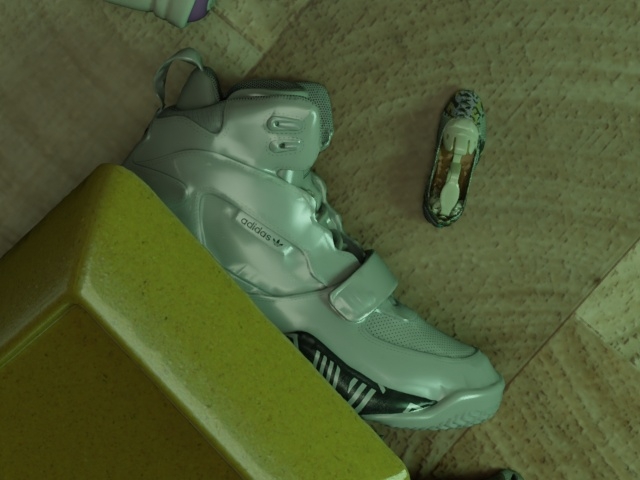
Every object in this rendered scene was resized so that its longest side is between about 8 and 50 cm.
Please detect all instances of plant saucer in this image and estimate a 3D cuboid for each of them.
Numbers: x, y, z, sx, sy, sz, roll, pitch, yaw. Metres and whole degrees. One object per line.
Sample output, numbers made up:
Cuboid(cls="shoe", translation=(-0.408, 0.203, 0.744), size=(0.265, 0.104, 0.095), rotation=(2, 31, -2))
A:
Cuboid(cls="plant saucer", translation=(-0.155, 0.156, 1.143), size=(0.333, 0.081, 0.333), rotation=(47, 126, -7))

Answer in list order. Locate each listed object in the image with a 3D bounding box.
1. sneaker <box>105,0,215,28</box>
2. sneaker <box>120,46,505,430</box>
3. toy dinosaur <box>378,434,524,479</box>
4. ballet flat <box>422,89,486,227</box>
Cuboid(cls="sneaker", translation=(-0.121, -0.321, 1.116), size=(0.152, 0.114, 0.305), rotation=(15, 99, 2))
Cuboid(cls="sneaker", translation=(0.000, 0.000, 1.161), size=(0.365, 0.137, 0.210), rotation=(23, 102, 0))
Cuboid(cls="toy dinosaur", translation=(0.028, 0.266, 1.221), size=(0.313, 0.121, 0.160), rotation=(-34, 85, 2))
Cuboid(cls="ballet flat", translation=(0.110, -0.064, 1.199), size=(0.041, 0.041, 0.114), rotation=(12, 100, -2))
